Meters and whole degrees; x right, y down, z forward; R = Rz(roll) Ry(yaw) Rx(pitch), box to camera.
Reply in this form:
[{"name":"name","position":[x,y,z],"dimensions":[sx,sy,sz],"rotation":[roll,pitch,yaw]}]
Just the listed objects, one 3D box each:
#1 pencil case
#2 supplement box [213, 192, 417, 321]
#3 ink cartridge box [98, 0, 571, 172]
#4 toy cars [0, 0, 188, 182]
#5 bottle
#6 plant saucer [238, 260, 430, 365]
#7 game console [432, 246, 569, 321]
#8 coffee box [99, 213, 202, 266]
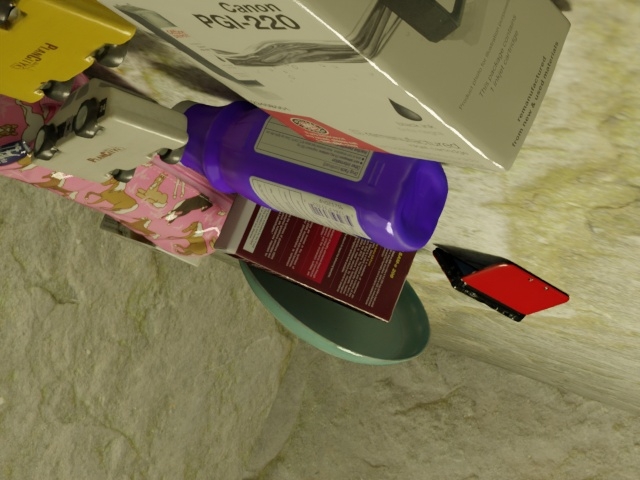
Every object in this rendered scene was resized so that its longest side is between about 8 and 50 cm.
[{"name":"pencil case","position":[-0.246,-0.100,1.129],"dimensions":[0.167,0.160,0.386],"rotation":[52,-171,30]},{"name":"supplement box","position":[0.000,0.000,1.198],"dimensions":[0.239,0.130,0.073],"rotation":[26,172,-19]},{"name":"ink cartridge box","position":[-0.009,-0.123,0.438],"dimensions":[0.158,0.092,0.218],"rotation":[15,168,46]},{"name":"toy cars","position":[-0.206,-0.144,0.799],"dimensions":[0.176,0.087,0.394],"rotation":[5,165,3]},{"name":"bottle","position":[-0.025,-0.071,0.877],"dimensions":[0.282,0.092,0.118],"rotation":[19,172,30]},{"name":"plant saucer","position":[0.012,0.065,1.313],"dimensions":[0.317,0.044,0.318],"rotation":[27,-153,-15]},{"name":"game console","position":[0.243,0.046,1.265],"dimensions":[0.144,0.085,0.124],"rotation":[28,-157,-34]},{"name":"coffee box","position":[-0.291,-0.052,1.703],"dimensions":[0.098,0.141,0.246],"rotation":[27,173,-36]}]
